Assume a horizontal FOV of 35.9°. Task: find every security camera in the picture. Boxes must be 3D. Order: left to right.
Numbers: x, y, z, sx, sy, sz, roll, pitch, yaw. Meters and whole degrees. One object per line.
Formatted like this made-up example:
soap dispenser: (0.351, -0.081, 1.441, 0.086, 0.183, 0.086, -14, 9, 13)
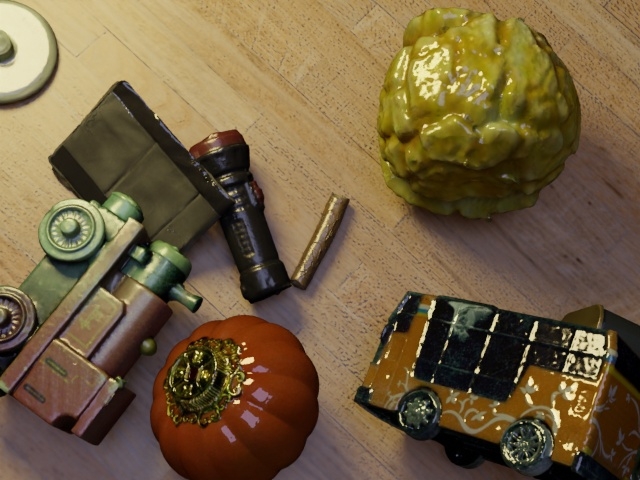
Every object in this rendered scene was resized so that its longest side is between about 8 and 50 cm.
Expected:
security camera: (-0.495, -0.221, 1.351, 0.157, 0.080, 0.301, 41, 73, 5)

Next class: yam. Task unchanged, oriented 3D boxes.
yam: (0.000, 0.000, 1.375, 0.032, 0.032, 0.145, 26, 76, 0)

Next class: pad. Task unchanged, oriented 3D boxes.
pad: (-0.243, -0.080, 1.329, 0.233, 0.022, 0.174, 46, 108, 5)

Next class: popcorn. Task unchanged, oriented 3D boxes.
popcorn: (0.213, -0.166, 1.322, 0.282, 0.282, 0.247, 23, 59, -1)

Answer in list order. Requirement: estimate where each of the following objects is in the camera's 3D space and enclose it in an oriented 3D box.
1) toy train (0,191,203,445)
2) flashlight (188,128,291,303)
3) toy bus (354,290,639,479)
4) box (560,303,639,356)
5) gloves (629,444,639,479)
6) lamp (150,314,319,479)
toy train: (-0.292, 0.091, 1.244, 0.221, 0.150, 0.304, 33, 76, 11)
flashlight: (-0.105, -0.031, 1.341, 0.093, 0.093, 0.232, -21, 82, -11)
toy bus: (0.222, 0.185, 1.205, 0.323, 0.162, 0.194, 10, 71, 42)
box: (0.357, 0.197, 1.310, 0.090, 0.144, 0.201, 23, 74, -4)
gloves: (0.433, 0.358, 1.300, 0.135, 0.107, 0.268, 1, 93, 2)
lamp: (-0.106, 0.201, 1.229, 0.223, 0.196, 0.223, -15, 54, 22)
